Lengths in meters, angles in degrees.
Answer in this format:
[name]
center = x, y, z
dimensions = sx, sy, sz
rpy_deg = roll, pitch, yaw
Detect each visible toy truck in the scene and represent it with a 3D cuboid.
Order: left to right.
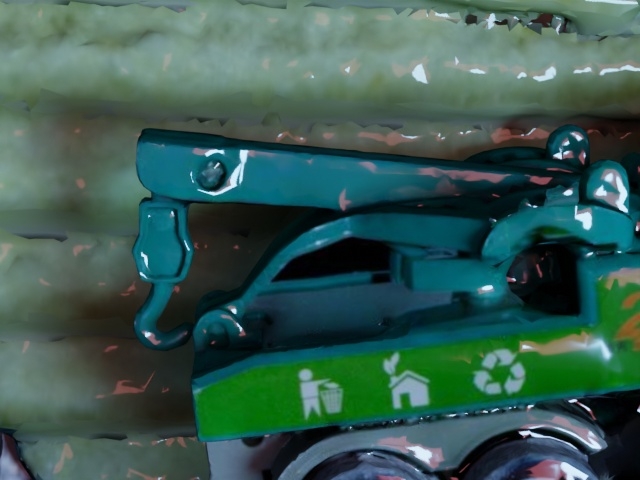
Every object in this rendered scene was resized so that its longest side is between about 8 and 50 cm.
[toy truck]
center = 0.107, 0.033, 0.747
dimensions = 0.363, 0.176, 0.178
rpy_deg = -4, 103, -1

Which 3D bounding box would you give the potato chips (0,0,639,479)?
[potato chips]
center = 0.000, 0.000, 0.850
dimensions = 0.429, 0.070, 0.358
rpy_deg = 1, 117, -5

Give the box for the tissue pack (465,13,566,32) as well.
[tissue pack]
center = 0.165, -0.107, 0.943
dimensions = 0.257, 0.123, 0.215
rpy_deg = -1, 95, -11
